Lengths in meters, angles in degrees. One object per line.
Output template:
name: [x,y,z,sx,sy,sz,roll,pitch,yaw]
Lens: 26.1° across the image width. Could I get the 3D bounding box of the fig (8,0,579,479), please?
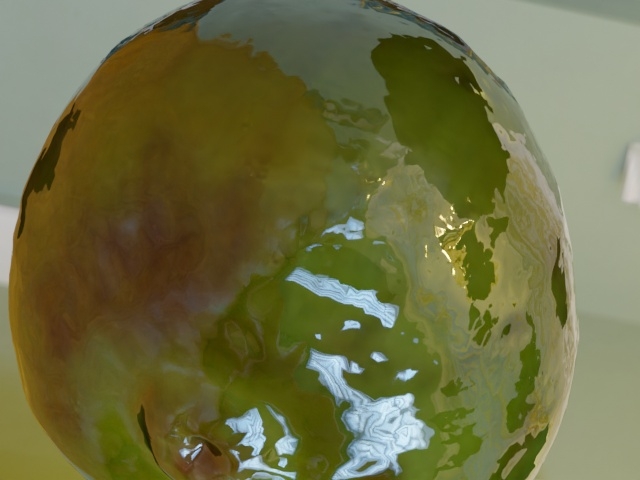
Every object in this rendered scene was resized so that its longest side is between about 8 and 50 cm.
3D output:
fig: [0.000,0.000,0.492,0.225,0.203,0.203,-60,168,-54]
